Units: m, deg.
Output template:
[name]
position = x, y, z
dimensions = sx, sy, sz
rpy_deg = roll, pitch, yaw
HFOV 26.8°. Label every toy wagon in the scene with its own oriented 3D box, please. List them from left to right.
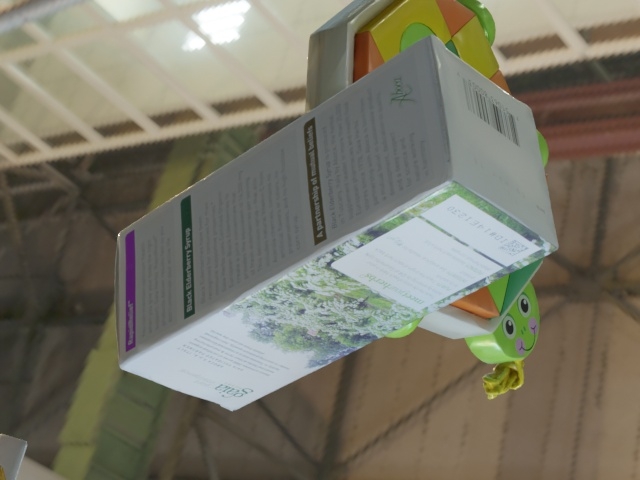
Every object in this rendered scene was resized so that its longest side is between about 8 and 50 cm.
[toy wagon]
position = 0.105, -0.033, 1.060
dimensions = 0.068, 0.344, 0.267
rpy_deg = -13, -158, 39

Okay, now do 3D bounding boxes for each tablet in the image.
[tablet]
position = -0.298, 0.223, 1.247
dimensions = 0.054, 0.006, 0.083
rpy_deg = 3, -108, 50

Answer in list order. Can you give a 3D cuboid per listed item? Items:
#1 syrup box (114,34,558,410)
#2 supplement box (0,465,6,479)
[syrup box]
position = 0.000, 0.000, 0.726
dimensions = 0.237, 0.093, 0.096
rpy_deg = -29, -129, 32
[supplement box]
position = -0.223, 0.220, 0.612
dimensions = 0.129, 0.194, 0.191
rpy_deg = 9, -126, 0
